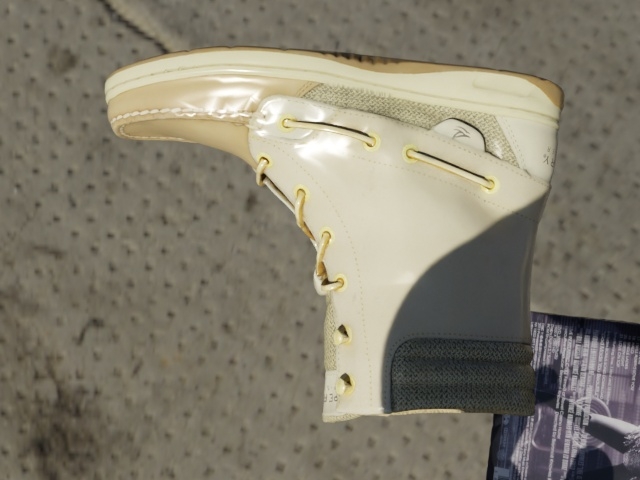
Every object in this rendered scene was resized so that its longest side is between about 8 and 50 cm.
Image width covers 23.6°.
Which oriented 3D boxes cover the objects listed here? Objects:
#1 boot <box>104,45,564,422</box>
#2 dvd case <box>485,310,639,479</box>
[{"bbox_3d":[0.000,0.000,0.866,0.261,0.095,0.204,5,86,2],"label":"boot"},{"bbox_3d":[0.204,0.135,0.962,0.018,0.221,0.165,10,86,-50],"label":"dvd case"}]
